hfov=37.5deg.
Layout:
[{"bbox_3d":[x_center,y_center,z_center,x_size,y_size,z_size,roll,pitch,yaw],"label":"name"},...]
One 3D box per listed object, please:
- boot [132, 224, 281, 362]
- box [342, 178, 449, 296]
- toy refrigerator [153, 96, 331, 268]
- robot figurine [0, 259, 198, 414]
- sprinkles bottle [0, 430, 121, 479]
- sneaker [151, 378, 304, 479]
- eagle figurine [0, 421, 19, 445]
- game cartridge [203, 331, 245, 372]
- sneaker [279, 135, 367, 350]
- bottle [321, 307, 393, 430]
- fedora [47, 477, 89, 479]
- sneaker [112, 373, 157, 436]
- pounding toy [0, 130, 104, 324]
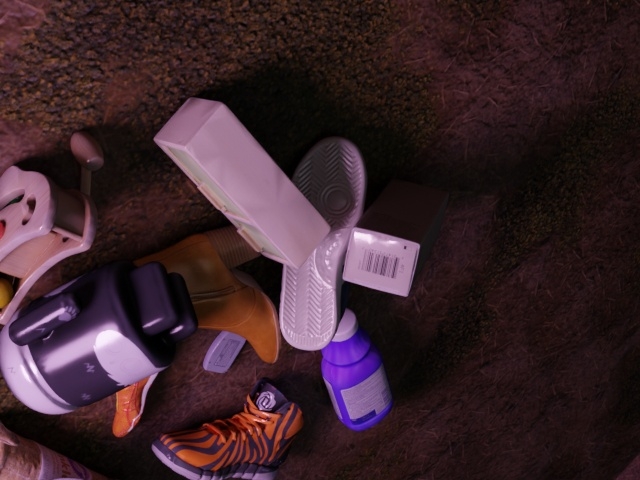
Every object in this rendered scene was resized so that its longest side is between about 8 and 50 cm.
[{"bbox_3d":[-0.185,0.114,1.513,0.211,0.104,0.295,-23,127,-17],"label":"boot"},{"bbox_3d":[0.128,-0.012,1.537,0.275,0.113,0.094,-47,150,-64],"label":"box"},{"bbox_3d":[-0.112,-0.077,1.365,0.094,0.102,0.269,-52,126,-14],"label":"toy refrigerator"},{"bbox_3d":[-0.317,0.131,1.326,0.278,0.173,0.209,-26,117,10],"label":"robot figurine"},{"bbox_3d":[-0.428,0.401,1.502,0.121,0.121,0.355,-46,137,-1],"label":"sprinkles bottle"},{"bbox_3d":[-0.153,0.329,1.683,0.321,0.125,0.180,19,103,-55],"label":"sneaker"},{"bbox_3d":[-0.591,0.223,1.233,0.299,0.225,0.226,-16,93,14],"label":"eagle figurine"},{"bbox_3d":[-0.167,0.191,1.631,0.056,0.017,0.083,20,106,-48],"label":"game cartridge"},{"bbox_3d":[0.000,0.000,1.564,0.148,0.131,0.349,-45,147,-82],"label":"sneaker"},{"bbox_3d":[0.062,0.243,1.790,0.118,0.092,0.282,-33,135,-16],"label":"bottle"},{"bbox_3d":[-0.419,0.493,1.408,0.275,0.124,0.243,-36,139,4],"label":"fedora"},{"bbox_3d":[-0.312,0.240,1.533,0.068,0.064,0.175,15,106,-22],"label":"sneaker"},{"bbox_3d":[-0.353,-0.003,1.246,0.155,0.154,0.269,29,100,-46],"label":"pounding toy"}]
